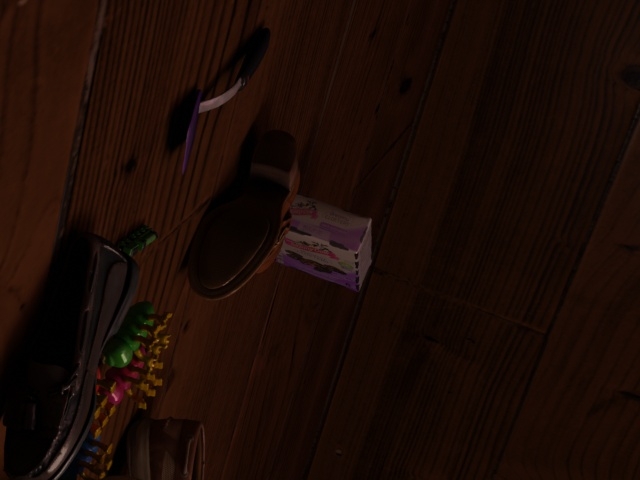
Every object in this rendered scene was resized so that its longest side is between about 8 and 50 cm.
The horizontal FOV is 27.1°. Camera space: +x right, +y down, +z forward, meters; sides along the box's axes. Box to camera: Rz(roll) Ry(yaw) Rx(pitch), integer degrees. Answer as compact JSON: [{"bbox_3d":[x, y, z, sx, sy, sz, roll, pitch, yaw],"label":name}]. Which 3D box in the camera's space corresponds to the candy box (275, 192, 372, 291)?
[{"bbox_3d":[0.000,0.000,2.251,0.196,0.165,0.070,83,29,-69],"label":"candy box"}]

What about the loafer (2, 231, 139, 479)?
[{"bbox_3d":[-0.271,0.117,1.354,0.084,0.096,0.267,52,51,-56],"label":"loafer"}]

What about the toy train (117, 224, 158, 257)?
[{"bbox_3d":[-0.212,0.001,1.546,0.083,0.023,0.017,-44,154,-66],"label":"toy train"}]

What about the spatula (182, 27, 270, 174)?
[{"bbox_3d":[-0.117,-0.185,1.644,0.296,0.030,0.084,-58,166,-47],"label":"spatula"}]

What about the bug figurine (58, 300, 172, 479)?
[{"bbox_3d":[-0.255,0.182,1.532,0.216,0.072,0.279,-56,172,-30],"label":"bug figurine"}]

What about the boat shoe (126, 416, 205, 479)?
[{"bbox_3d":[-0.193,0.400,1.835,0.123,0.116,0.324,60,22,-79],"label":"boat shoe"}]

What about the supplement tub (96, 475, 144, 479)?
[{"bbox_3d":[-0.272,0.436,1.472,0.316,0.228,0.228,-42,153,-46],"label":"supplement tub"}]

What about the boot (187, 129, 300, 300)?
[{"bbox_3d":[-0.109,-0.002,1.922,0.220,0.109,0.283,100,8,-64],"label":"boot"}]
